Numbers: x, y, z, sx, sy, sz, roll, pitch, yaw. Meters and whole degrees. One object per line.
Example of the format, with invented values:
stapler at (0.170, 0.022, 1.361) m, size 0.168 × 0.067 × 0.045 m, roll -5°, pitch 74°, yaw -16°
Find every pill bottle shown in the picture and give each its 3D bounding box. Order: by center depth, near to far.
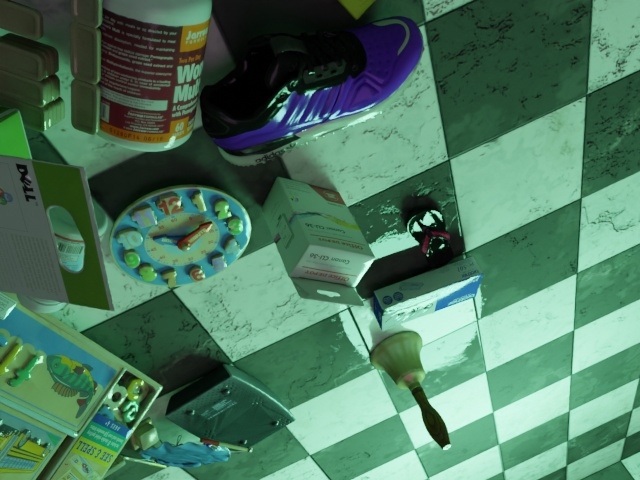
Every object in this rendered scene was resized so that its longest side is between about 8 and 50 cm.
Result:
pill bottle at (-0.180, -0.215, 0.616) m, size 0.121 × 0.121 × 0.221 m, roll 0°, pitch 131°, yaw -24°
pill bottle at (-0.351, 0.020, 0.785) m, size 0.087 × 0.087 × 0.160 m, roll 14°, pitch 124°, yaw -34°

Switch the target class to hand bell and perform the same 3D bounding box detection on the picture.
hand bell at (0.206, 0.320, 1.214) m, size 0.126 × 0.242 × 0.126 m, roll -13°, pitch 135°, yaw -14°

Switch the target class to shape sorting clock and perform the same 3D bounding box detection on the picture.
shape sorting clock at (-0.203, 0.000, 0.868) m, size 0.206 × 0.040 × 0.206 m, roll -13°, pitch 135°, yaw -13°

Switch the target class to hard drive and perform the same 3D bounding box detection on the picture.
hard drive at (-0.178, 0.344, 1.196) m, size 0.172 × 0.054 × 0.254 m, roll -32°, pitch 136°, yaw 7°

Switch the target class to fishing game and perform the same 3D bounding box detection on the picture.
fishing game at (-0.274, 0.431, 1.209) m, size 0.264 × 0.041 × 0.189 m, roll -24°, pitch 142°, yaw 32°

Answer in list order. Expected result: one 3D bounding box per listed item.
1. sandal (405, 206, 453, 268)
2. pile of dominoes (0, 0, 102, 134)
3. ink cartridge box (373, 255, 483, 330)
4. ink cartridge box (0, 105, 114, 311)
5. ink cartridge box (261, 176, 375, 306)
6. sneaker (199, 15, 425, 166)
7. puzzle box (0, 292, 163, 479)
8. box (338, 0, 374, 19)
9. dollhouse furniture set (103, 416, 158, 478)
sandal at (0.206, 0.002, 1.057) m, size 0.067 × 0.040 × 0.179 m, roll -30°, pitch 136°, yaw 7°
pile of dominoes at (-0.298, -0.232, 0.573) m, size 0.196 × 0.040 × 0.251 m, roll 19°, pitch 127°, yaw 2°
ink cartridge box at (0.206, 0.104, 1.140) m, size 0.207 × 0.046 × 0.097 m, roll -19°, pitch 147°, yaw -7°
ink cartridge box at (-0.331, -0.039, 0.633) m, size 0.255 × 0.097 × 0.188 m, roll 10°, pitch 126°, yaw 8°
ink cartridge box at (0.000, 0.000, 0.846) m, size 0.115 × 0.198 × 0.067 m, roll 10°, pitch 126°, yaw -32°
sneaker at (-0.012, -0.196, 0.696) m, size 0.293 × 0.102 × 0.146 m, roll -29°, pitch 156°, yaw 3°
puzzle box at (-0.448, 0.242, 0.858) m, size 0.272 × 0.052 × 0.409 m, roll -58°, pitch 136°, yaw -19°
box at (0.020, -0.344, 0.642) m, size 0.109 × 0.042 × 0.178 m, roll -43°, pitch 134°, yaw 16°
dollhouse furniture set at (-0.491, 0.278, 0.993) m, size 0.356 × 0.174 × 0.303 m, roll -24°, pitch 118°, yaw -43°
